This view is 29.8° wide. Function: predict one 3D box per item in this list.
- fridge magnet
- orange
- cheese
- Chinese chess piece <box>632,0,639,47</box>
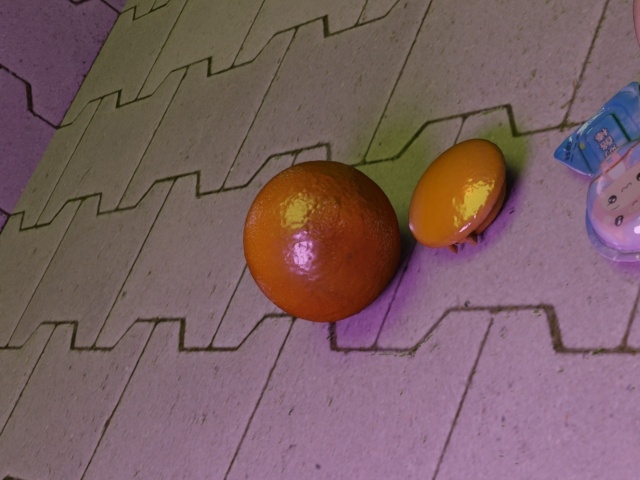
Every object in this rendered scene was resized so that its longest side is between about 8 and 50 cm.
[{"bbox_3d":[0.160,-0.052,1.385,0.143,0.063,0.143,-37,34,31],"label":"fridge magnet"},{"bbox_3d":[0.000,0.000,1.434,0.206,0.206,0.206,-36,34,29],"label":"orange"},{"bbox_3d":[0.307,-0.063,1.193,0.135,0.052,0.245,-42,32,20],"label":"cheese"},{"bbox_3d":[0.405,-0.210,1.036,0.273,0.102,0.273,-13,19,4],"label":"Chinese chess piece"}]
